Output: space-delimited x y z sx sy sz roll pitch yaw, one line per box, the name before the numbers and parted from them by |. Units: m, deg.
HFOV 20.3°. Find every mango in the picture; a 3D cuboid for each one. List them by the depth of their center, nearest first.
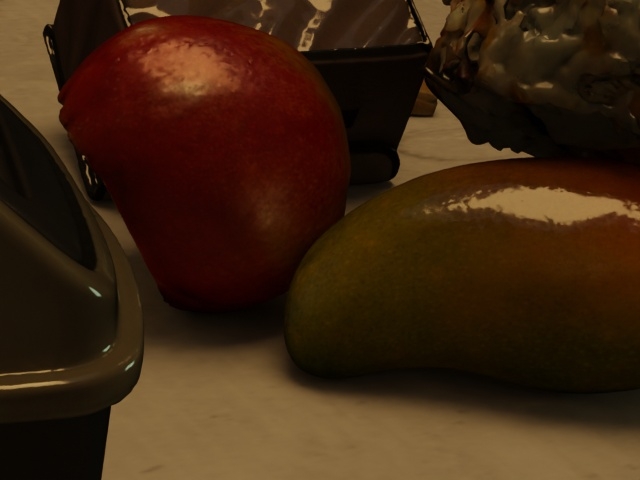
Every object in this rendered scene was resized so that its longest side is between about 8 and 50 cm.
mango | 0.124 0.020 1.098 0.289 0.146 0.129 4 20 -4

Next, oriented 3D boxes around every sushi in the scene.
sushi | 0.263 -0.108 1.183 0.417 0.175 0.417 20 -6 2

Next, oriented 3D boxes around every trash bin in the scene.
trash bin | -0.170 0.077 0.701 0.182 0.290 0.209 -1 24 -19

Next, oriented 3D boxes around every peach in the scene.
peach | -0.081 -0.048 1.139 0.192 0.190 0.190 5 23 -21

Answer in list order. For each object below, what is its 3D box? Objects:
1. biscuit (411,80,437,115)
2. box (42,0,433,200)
biscuit | 0.006 -0.164 1.614 0.239 0.041 0.212 21 25 30
box | -0.060 -0.150 1.349 0.252 0.153 0.188 -3 53 -23
